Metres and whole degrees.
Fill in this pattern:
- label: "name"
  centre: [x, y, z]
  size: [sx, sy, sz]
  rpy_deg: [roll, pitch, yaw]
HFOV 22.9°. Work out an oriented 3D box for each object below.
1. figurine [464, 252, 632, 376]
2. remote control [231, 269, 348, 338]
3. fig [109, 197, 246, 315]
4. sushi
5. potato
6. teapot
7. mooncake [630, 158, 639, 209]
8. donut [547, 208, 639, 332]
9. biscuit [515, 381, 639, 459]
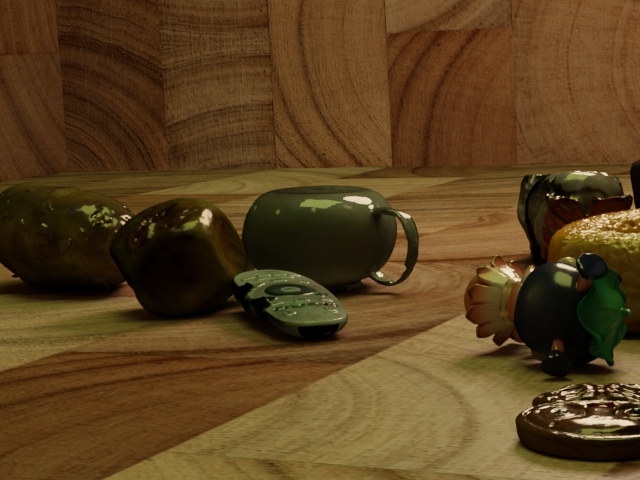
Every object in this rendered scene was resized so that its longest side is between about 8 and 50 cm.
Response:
- label: "figurine"
  centre: [0.206, 0.069, 1.451]
  size: [0.102, 0.111, 0.195]
  rpy_deg: [13, -6, -32]
- label: "remote control"
  centre: [-0.038, 0.070, 1.729]
  size: [0.097, 0.045, 0.256]
  rpy_deg: [-4, 10, -14]
- label: "fig"
  centre: [-0.156, 0.021, 1.852]
  size: [0.166, 0.144, 0.154]
  rpy_deg: [2, -35, -43]
- label: "sushi"
  centre: [0.326, -0.032, 2.059]
  size: [0.124, 0.130, 0.332]
  rpy_deg: [-3, 6, -1]
- label: "potato"
  centre: [-0.330, -0.003, 2.082]
  size: [0.191, 0.141, 0.296]
  rpy_deg: [12, -5, -36]
- label: "teapot"
  centre: [0.000, 0.000, 1.972]
  size: [0.294, 0.129, 0.193]
  rpy_deg: [5, 10, 39]
- label: "mooncake"
  centre: [0.557, -0.054, 1.888]
  size: [0.350, 0.212, 0.381]
  rpy_deg: [-9, 4, 3]
- label: "donut"
  centre: [0.376, 0.026, 1.640]
  size: [0.303, 0.110, 0.303]
  rpy_deg: [-4, 7, 0]
- label: "biscuit"
  centre: [0.208, 0.130, 1.177]
  size: [0.124, 0.026, 0.175]
  rpy_deg: [-1, 7, 9]
